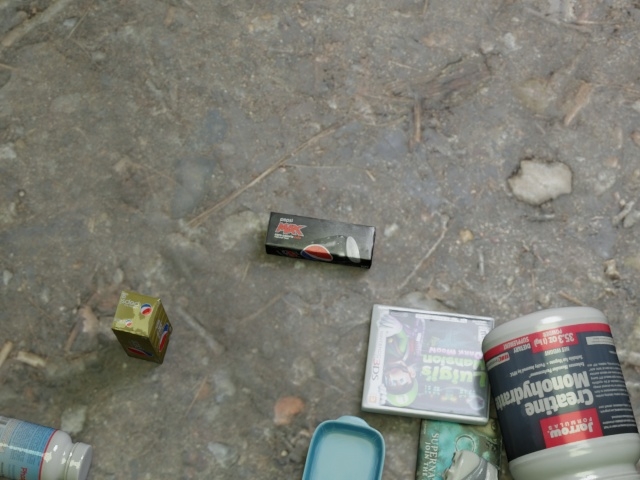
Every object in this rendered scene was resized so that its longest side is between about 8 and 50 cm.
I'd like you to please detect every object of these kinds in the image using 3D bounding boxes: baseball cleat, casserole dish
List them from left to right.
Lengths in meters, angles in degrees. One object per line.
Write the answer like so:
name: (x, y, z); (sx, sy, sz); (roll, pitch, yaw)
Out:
casserole dish: (0.031, 0.355, 1.850); (0.114, 0.037, 0.188); (11, 72, 4)
baseball cleat: (0.195, 0.405, 1.787); (0.109, 0.072, 0.206); (28, 79, 2)

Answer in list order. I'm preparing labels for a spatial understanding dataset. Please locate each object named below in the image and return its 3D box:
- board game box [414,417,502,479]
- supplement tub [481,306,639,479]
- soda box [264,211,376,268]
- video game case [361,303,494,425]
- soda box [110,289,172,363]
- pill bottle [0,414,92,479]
board game box: (0.203, 0.350, 1.854); (0.126, 0.026, 0.186); (7, 73, 3)
supplement tub: (0.350, 0.246, 1.799); (0.191, 0.191, 0.272); (-11, 73, -3)
soda box: (0.000, 0.000, 1.953); (0.169, 0.053, 0.060); (8, 73, 4)
video game case: (0.165, 0.187, 1.893); (0.190, 0.022, 0.173); (7, 62, 2)
soda box: (-0.263, 0.130, 1.847); (0.058, 0.181, 0.061); (13, 73, 4)
pill bottle: (-0.423, 0.315, 1.841); (0.160, 0.087, 0.087); (13, 73, 5)
